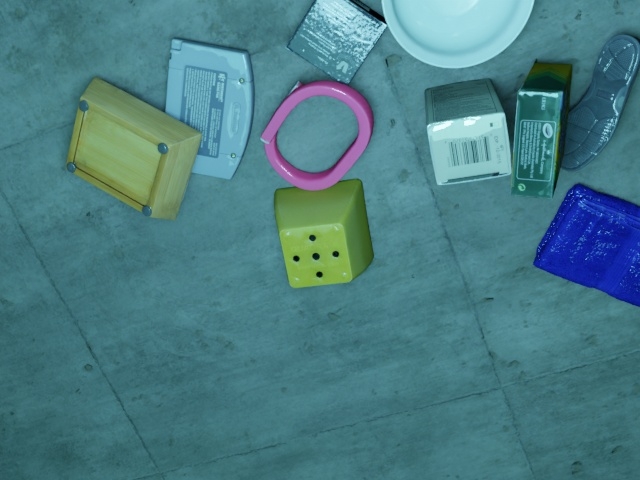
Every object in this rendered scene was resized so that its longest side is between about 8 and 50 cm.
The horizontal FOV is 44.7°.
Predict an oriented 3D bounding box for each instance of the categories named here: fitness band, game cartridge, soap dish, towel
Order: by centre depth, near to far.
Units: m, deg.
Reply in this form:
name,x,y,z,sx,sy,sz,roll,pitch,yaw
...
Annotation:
name,x,y,z,sx,sy,sz,roll,pitch,yaw
fitness band,-0.009,-0.230,1.714,0.209,0.054,0.291,33,132,-9
soap dish,-0.429,-0.198,1.749,0.290,0.118,0.229,28,118,10
game cartridge,-0.251,-0.292,1.761,0.197,0.062,0.298,10,114,-2
towel,0.670,0.021,1.773,0.308,0.076,0.228,21,113,-2

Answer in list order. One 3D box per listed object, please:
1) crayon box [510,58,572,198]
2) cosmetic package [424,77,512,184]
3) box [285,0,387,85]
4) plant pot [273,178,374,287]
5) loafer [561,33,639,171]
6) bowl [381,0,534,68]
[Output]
name,x,y,z,sx,sy,sz,roll,pitch,yaw
crayon box,0.445,-0.233,1.549,0.083,0.323,0.203,6,115,18
cosmetic package,0.296,-0.228,1.590,0.153,0.296,0.129,-8,113,12
box,0.035,-0.436,1.641,0.156,0.093,0.158,32,113,-9
plant pot,0.000,0.000,1.784,0.212,0.187,0.212,-6,113,10
loafer,0.599,-0.284,1.642,0.109,0.095,0.303,36,121,29
bowl,0.268,-0.504,1.557,0.297,0.134,0.298,1,114,2
